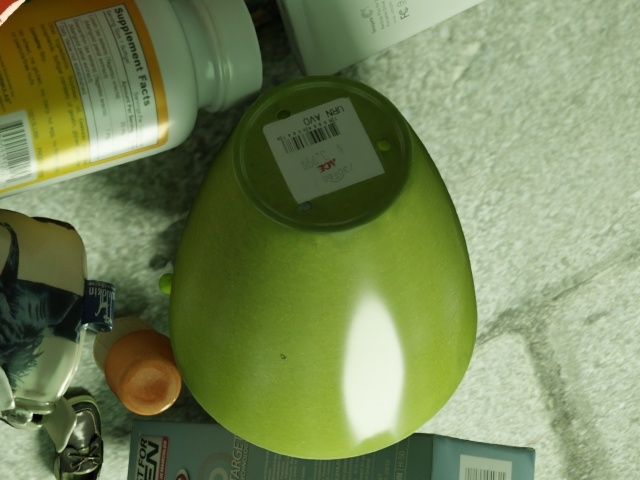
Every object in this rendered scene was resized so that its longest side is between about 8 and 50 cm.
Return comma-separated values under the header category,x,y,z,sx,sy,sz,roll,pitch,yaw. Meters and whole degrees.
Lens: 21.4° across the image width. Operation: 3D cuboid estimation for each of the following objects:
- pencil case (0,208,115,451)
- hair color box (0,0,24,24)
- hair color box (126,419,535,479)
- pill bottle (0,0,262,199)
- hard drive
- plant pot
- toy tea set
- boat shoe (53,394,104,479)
category,x,y,z,sx,sy,sz,roll,pitch,yaw
pencil case,-0.363,0.038,1.225,0.410,0.183,0.160,11,126,-30
hair color box,-0.255,-0.206,1.058,0.053,0.167,0.093,-41,145,16
hair color box,0.004,0.245,1.683,0.374,0.113,0.185,-3,168,37
pill bottle,-0.175,-0.120,1.258,0.246,0.136,0.136,-18,144,-19
hard drive,0.103,-0.262,1.373,0.307,0.040,0.203,-27,146,-6
plant pot,0.000,0.000,1.378,0.275,0.274,0.293,-24,155,-11
toy tea set,-0.049,0.074,1.630,0.336,0.124,0.200,0,103,-12
boat shoe,-0.240,0.213,1.709,0.056,0.049,0.152,-17,143,-19
